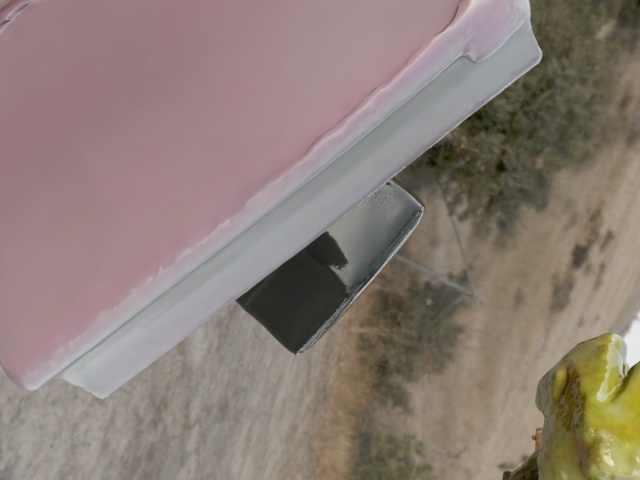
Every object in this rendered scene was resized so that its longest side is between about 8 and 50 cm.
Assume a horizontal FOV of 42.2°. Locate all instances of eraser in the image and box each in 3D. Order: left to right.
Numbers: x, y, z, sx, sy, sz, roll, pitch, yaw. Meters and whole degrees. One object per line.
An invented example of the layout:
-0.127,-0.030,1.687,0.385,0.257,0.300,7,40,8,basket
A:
-0.083,-0.114,0.524,0.359,0.272,0.122,-37,159,3,eraser

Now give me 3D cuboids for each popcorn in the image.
0.286,0.218,0.753,0.276,0.225,0.277,-9,106,-34,popcorn

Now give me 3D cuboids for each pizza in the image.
0.368,0.324,1.332,0.078,0.025,0.083,-33,-170,-33,pizza

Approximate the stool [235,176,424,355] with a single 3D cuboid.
0.000,0.000,0.896,0.232,0.141,0.232,-49,179,-1,stool
